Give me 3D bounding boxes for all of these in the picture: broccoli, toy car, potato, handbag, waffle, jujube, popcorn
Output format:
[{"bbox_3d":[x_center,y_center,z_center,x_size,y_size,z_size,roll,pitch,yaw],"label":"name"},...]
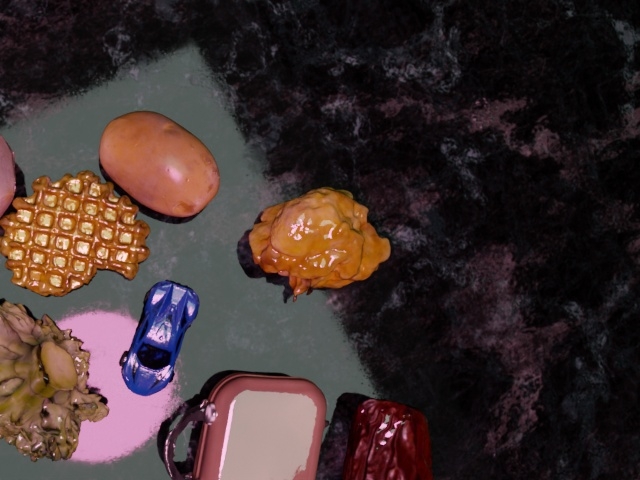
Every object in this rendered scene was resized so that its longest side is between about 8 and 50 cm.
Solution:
[{"bbox_3d":[-0.473,0.215,1.446,0.288,0.245,0.248,41,46,-31],"label":"broccoli"},{"bbox_3d":[-0.294,0.178,1.588,0.103,0.063,0.216,21,79,-12],"label":"toy car"},{"bbox_3d":[-0.291,-0.145,1.594,0.234,0.146,0.150,35,47,-8],"label":"potato"},{"bbox_3d":[-0.142,0.383,1.565,0.283,0.149,0.302,11,83,-16],"label":"handbag"},{"bbox_3d":[-0.447,0.000,1.573,0.249,0.056,0.253,45,74,-6],"label":"waffle"},{"bbox_3d":[0.120,0.464,1.601,0.216,0.216,0.342,5,75,-14],"label":"jujube"},{"bbox_3d":[-0.003,-0.003,1.621,0.253,0.190,0.191,-15,79,-12],"label":"popcorn"}]

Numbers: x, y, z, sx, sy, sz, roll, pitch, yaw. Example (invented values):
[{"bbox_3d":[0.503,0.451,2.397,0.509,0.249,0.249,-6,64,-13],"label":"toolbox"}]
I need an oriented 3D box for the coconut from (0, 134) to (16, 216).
[{"bbox_3d":[-0.613,-0.110,1.443,0.241,0.241,0.241,2,84,-14],"label":"coconut"}]
